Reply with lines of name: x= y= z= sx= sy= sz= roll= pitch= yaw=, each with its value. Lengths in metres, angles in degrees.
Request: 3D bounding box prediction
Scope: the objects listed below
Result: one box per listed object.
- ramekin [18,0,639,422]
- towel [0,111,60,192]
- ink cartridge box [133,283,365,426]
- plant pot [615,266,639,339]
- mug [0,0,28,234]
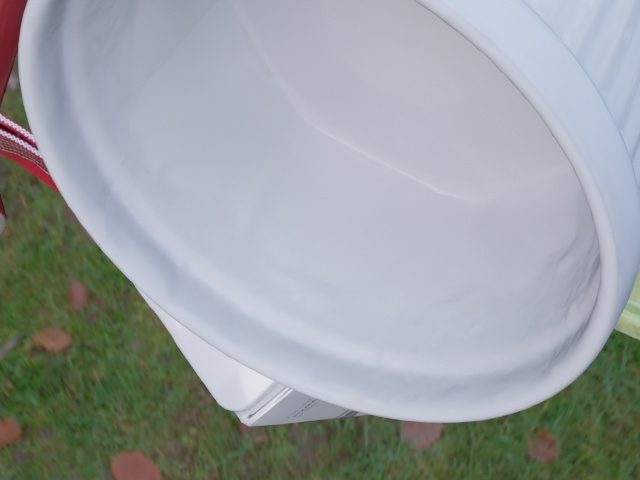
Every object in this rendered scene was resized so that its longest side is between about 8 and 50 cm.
ramekin: x=0.017 y=-0.049 z=0.505 sx=0.207 sy=0.207 sz=0.109 roll=24 pitch=53 yaw=11
towel: x=-0.305 y=-0.079 z=1.794 sx=0.199 sy=0.275 sz=0.031 roll=33 pitch=84 yaw=-6
ink cartridge box: x=0.000 y=0.000 z=0.967 sx=0.117 sy=0.283 sz=0.207 roll=-44 pitch=70 yaw=17
plant pot: x=0.223 y=-0.118 z=0.758 sx=0.276 sy=0.254 sz=0.276 roll=13 pitch=34 yaw=-9
mug: x=-0.176 y=-0.076 z=0.560 sx=0.113 sy=0.150 sz=0.169 roll=-9 pitch=75 yaw=-45
